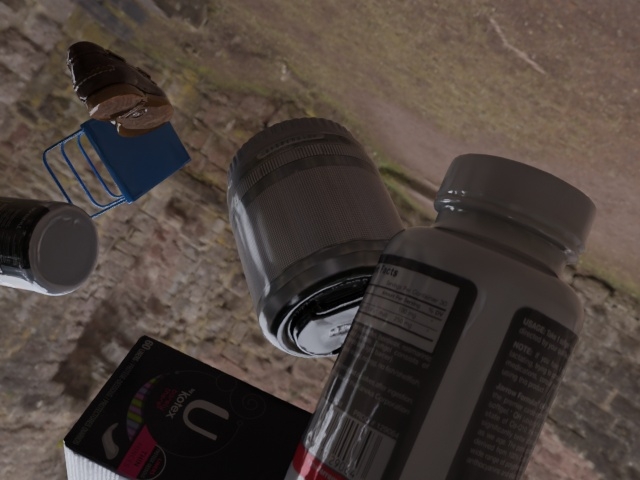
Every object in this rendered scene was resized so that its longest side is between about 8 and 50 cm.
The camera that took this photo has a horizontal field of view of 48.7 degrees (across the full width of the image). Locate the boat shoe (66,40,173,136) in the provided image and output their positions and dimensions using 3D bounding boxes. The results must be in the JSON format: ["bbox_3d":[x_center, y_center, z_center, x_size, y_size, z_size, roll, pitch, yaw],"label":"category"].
[{"bbox_3d":[-0.219,-0.167,0.787,0.073,0.073,0.207,59,179,2],"label":"boat shoe"}]

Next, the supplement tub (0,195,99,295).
[{"bbox_3d":[-0.387,0.003,0.899,0.190,0.117,0.117,6,167,30],"label":"supplement tub"}]

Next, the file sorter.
[{"bbox_3d":[-0.288,-0.121,1.007,0.118,0.104,0.170,62,-152,-15],"label":"file sorter"}]

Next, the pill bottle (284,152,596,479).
[{"bbox_3d":[0.109,0.097,0.591,0.176,0.319,0.176,24,175,2],"label":"pill bottle"}]

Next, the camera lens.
[{"bbox_3d":[0.000,0.000,0.944,0.219,0.219,0.274,32,-149,-49],"label":"camera lens"}]

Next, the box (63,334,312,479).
[{"bbox_3d":[-0.133,0.257,0.816,0.270,0.165,0.143,23,136,5],"label":"box"}]
